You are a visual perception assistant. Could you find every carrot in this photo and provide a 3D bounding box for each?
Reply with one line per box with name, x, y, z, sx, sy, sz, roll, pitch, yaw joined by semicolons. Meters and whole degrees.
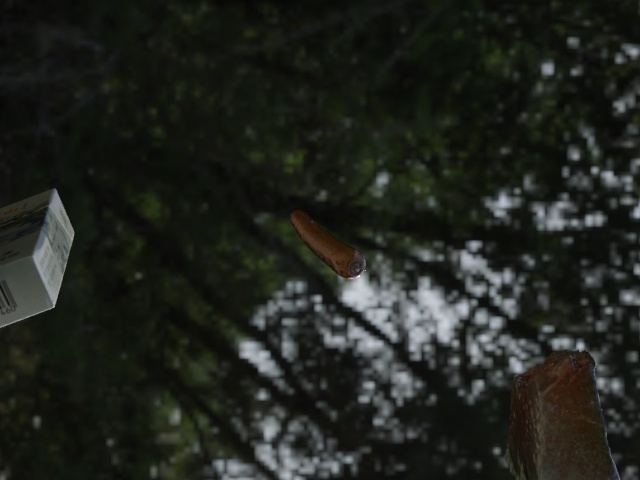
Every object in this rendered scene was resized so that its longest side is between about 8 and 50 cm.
carrot;0.000;0.000;1.850;0.190;0.037;0.037;39;-51;55

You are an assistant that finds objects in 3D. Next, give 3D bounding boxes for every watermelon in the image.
watermelon;0.368;0.317;2.376;0.264;0.151;0.302;-107;-179;-85

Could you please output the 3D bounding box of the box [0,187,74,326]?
box;-0.384;0.031;1.789;0.256;0.164;0.069;-102;171;-71
